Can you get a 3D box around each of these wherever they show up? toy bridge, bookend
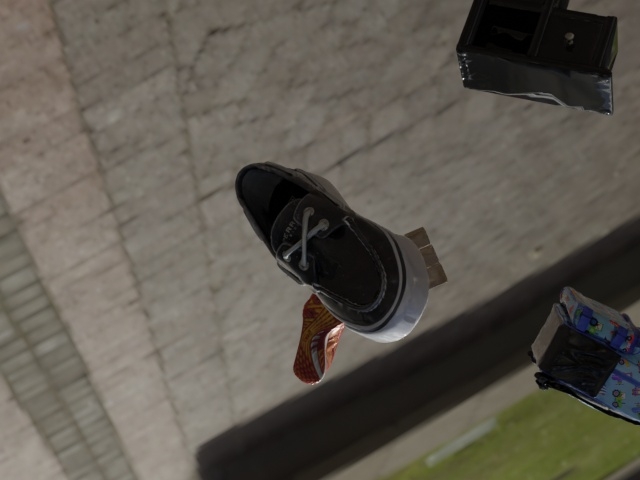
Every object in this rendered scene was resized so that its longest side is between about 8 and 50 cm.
[{"bbox_3d":[0.123,0.028,1.932,0.063,0.026,0.188,-23,-164,3],"label":"toy bridge"},{"bbox_3d":[0.235,-0.221,1.472,0.072,0.157,0.156,67,41,-60],"label":"bookend"}]

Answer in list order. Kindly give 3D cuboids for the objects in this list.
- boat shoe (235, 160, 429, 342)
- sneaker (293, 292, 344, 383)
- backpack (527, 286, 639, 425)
[{"bbox_3d":[0.000,0.000,1.464,0.102,0.301,0.108,21,107,-35],"label":"boat shoe"},{"bbox_3d":[0.004,0.110,1.966,0.067,0.064,0.175,-60,174,-59],"label":"sneaker"},{"bbox_3d":[0.357,0.150,1.812,0.117,0.173,0.158,-63,180,10],"label":"backpack"}]
